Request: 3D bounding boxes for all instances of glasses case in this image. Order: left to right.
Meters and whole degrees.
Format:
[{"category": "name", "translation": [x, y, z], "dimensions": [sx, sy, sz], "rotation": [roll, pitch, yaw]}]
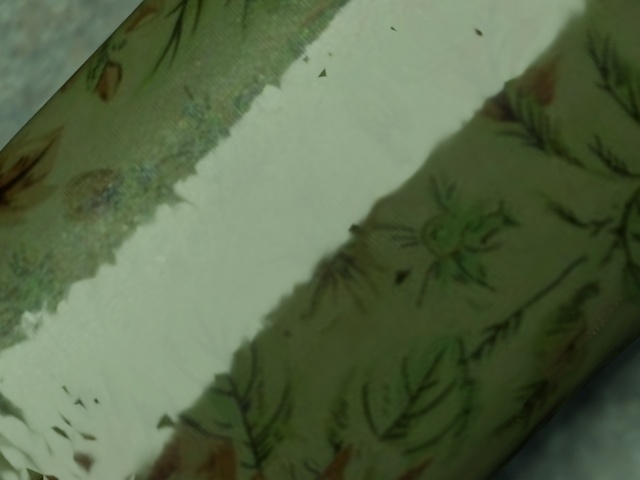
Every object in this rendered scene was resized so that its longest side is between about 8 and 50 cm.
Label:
[{"category": "glasses case", "translation": [0.000, 0.000, 0.437], "dimensions": [0.425, 0.098, 0.156], "rotation": [-46, 80, 3]}]
